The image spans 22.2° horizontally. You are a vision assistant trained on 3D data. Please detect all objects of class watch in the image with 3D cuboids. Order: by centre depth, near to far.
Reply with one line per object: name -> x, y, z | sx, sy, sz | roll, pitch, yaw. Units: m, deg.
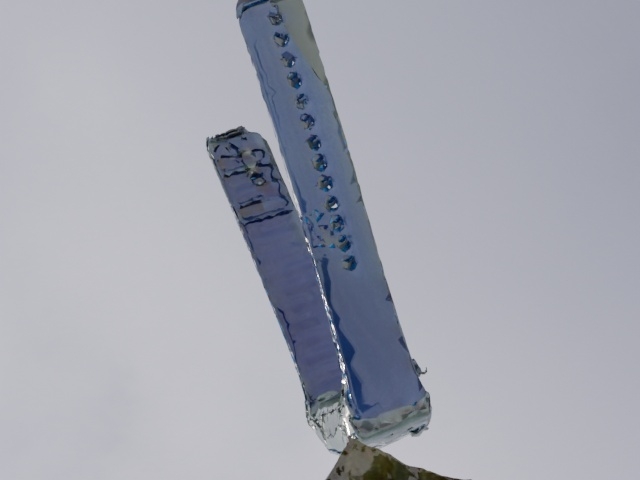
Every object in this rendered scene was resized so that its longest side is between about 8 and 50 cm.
watch -> 0.003, 0.002, 1.080 | 0.068, 0.276, 0.275 | -18, -103, -12

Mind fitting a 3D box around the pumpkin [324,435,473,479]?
pumpkin -> 0.025, 0.194, 0.761 | 0.131, 0.248, 0.126 | 30, -120, 8
